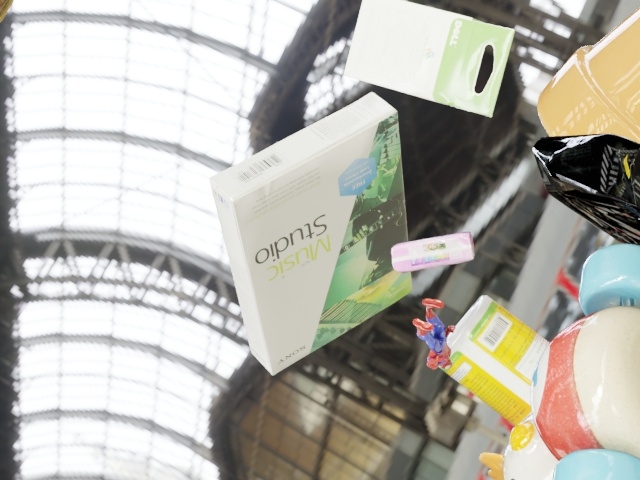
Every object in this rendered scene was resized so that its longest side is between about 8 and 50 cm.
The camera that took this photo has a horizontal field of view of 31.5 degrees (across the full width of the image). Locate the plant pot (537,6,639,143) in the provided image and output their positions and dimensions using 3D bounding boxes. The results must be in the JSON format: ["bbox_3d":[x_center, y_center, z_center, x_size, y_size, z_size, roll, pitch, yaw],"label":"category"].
[{"bbox_3d":[0.379,-0.129,1.048,0.203,0.291,0.291,-56,-14,29],"label":"plant pot"}]

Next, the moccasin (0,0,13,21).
[{"bbox_3d":[-0.411,-0.359,1.432,0.147,0.139,0.380,89,-165,-60],"label":"moccasin"}]

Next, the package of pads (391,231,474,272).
[{"bbox_3d":[0.115,0.012,1.155,0.050,0.083,0.032,-15,-86,-81],"label":"package of pads"}]

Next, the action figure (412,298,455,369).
[{"bbox_3d":[0.109,0.094,1.052,0.115,0.030,0.038,68,-140,-60],"label":"action figure"}]

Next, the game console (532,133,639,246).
[{"bbox_3d":[0.328,0.028,0.866,0.044,0.361,0.213,-57,7,1],"label":"game console"}]

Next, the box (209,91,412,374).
[{"bbox_3d":[0.000,0.000,1.398,0.232,0.058,0.322,-30,-40,-19],"label":"box"}]

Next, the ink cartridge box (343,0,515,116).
[{"bbox_3d":[0.141,-0.227,1.393,0.062,0.209,0.109,-4,-69,-60],"label":"ink cartridge box"}]

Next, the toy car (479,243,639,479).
[{"bbox_3d":[0.206,0.165,0.895,0.238,0.210,0.219,-32,31,45],"label":"toy car"}]

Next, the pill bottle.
[{"bbox_3d":[0.310,0.209,1.760,0.136,0.246,0.136,-52,-5,-7],"label":"pill bottle"}]
